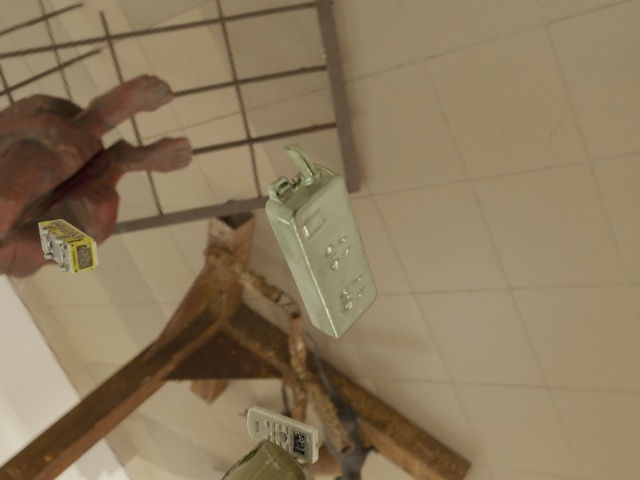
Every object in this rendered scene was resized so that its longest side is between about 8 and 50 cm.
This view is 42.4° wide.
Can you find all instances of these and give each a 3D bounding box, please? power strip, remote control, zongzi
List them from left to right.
[{"bbox_3d":[-0.157,0.625,1.731,0.174,0.393,0.356,32,167,24],"label":"zongzi"},{"bbox_3d":[-0.088,0.439,1.879,0.190,0.029,0.088,14,115,32],"label":"remote control"},{"bbox_3d":[0.000,0.000,1.002,0.053,0.093,0.288,28,152,37],"label":"power strip"}]

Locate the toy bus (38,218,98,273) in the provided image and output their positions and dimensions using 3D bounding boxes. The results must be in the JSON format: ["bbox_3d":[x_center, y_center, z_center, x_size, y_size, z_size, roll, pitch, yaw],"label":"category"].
[{"bbox_3d":[-0.580,0.013,1.873,0.226,0.074,0.081,19,116,53],"label":"toy bus"}]

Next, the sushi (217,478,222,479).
[{"bbox_3d":[-0.208,0.618,2.028,0.273,0.109,0.134,158,98,-73],"label":"sushi"}]
